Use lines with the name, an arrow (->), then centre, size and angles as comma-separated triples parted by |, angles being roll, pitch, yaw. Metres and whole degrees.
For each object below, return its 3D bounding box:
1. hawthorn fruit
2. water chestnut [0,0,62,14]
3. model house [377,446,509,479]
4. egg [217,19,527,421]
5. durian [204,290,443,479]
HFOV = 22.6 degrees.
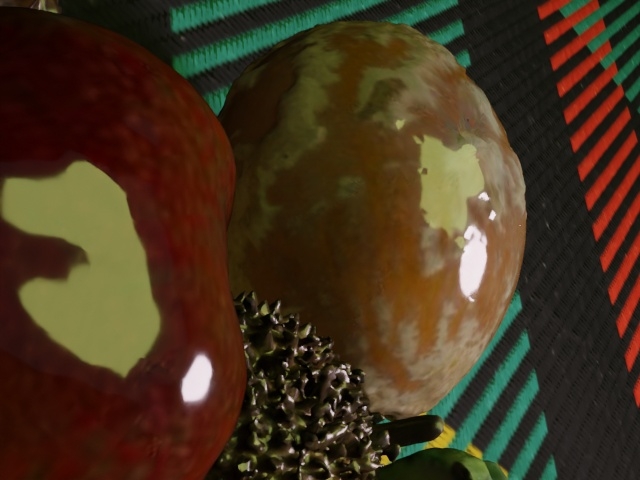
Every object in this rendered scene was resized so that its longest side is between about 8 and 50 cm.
hawthorn fruit -> -0.146, 0.022, 0.512 | 0.248, 0.208, 0.208 | 1, 64, -43
water chestnut -> -0.152, -0.163, 0.602 | 0.238, 0.223, 0.224 | 59, 23, -30
model house -> 0.069, 0.228, 0.790 | 0.211, 0.170, 0.194 | 33, 37, -53
egg -> 0.023, -0.012, 0.908 | 0.195, 0.195, 0.233 | 30, 38, -54
durian -> -0.035, 0.075, 0.707 | 0.091, 0.188, 0.148 | 108, -17, -51
